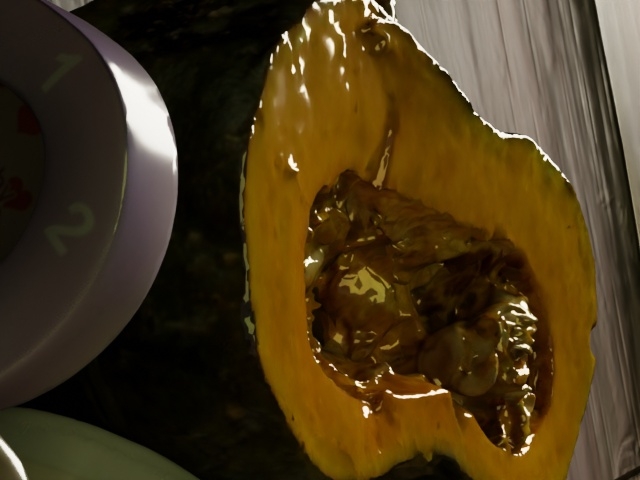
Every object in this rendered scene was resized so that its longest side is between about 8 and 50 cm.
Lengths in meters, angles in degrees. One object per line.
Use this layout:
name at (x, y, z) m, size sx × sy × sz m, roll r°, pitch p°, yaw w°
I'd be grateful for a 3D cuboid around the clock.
clock at (-0.137, -0.025, 0.510) m, size 0.198 × 0.172 × 0.064 m, roll 52°, pitch 12°, yaw 22°

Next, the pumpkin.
pumpkin at (0.000, 0.000, 0.660) m, size 0.317 × 0.139 × 0.222 m, roll 25°, pitch 63°, yaw -53°

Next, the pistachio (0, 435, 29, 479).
pistachio at (-0.216, 0.099, 0.309) m, size 0.332 × 0.208 × 0.226 m, roll -10°, pitch 70°, yaw -15°

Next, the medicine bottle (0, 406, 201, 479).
medicine bottle at (-0.119, 0.189, 0.502) m, size 0.143 × 0.143 × 0.258 m, roll 52°, pitch 49°, yaw -32°
